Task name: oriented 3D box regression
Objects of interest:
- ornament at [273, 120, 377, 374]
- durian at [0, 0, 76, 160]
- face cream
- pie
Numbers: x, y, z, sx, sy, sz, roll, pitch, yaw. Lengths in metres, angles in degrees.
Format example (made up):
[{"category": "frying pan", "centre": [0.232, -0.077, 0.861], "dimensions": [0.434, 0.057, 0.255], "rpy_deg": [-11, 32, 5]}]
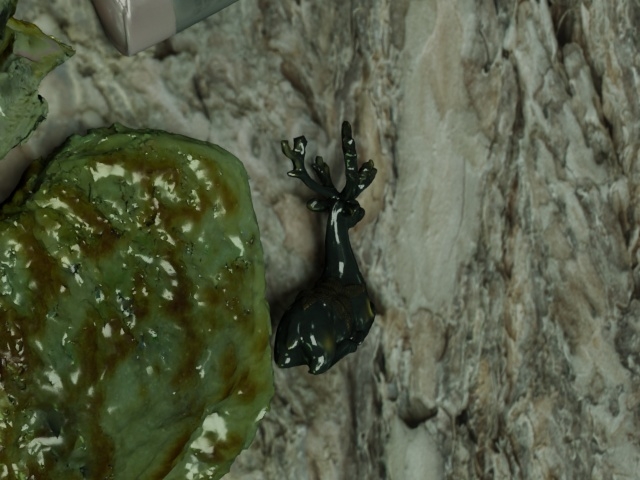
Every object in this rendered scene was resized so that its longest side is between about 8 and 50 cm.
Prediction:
[{"category": "ornament", "centre": [0.000, 0.000, 1.418], "dimensions": [0.202, 0.080, 0.236], "rpy_deg": [-34, 126, -62]}, {"category": "durian", "centre": [-0.322, -0.124, 1.178], "dimensions": [0.306, 0.166, 0.172], "rpy_deg": [-63, 152, -51]}, {"category": "face cream", "centre": [-0.103, -0.285, 1.342], "dimensions": [0.269, 0.073, 0.107], "rpy_deg": [-32, 110, -23]}, {"category": "pie", "centre": [-0.212, 0.103, 1.291], "dimensions": [0.418, 0.180, 0.395], "rpy_deg": [-25, 112, -31]}]
